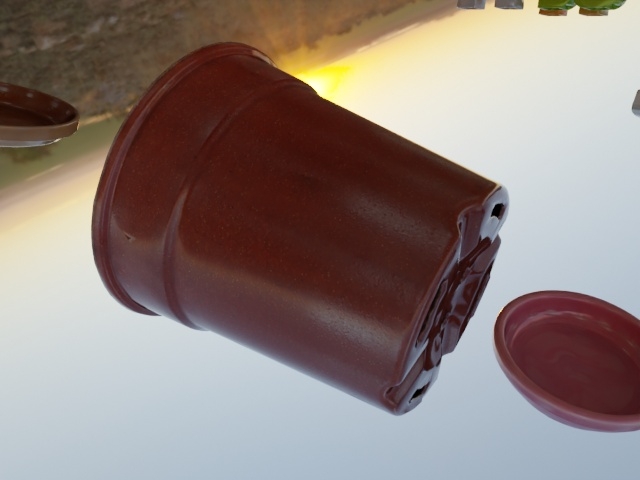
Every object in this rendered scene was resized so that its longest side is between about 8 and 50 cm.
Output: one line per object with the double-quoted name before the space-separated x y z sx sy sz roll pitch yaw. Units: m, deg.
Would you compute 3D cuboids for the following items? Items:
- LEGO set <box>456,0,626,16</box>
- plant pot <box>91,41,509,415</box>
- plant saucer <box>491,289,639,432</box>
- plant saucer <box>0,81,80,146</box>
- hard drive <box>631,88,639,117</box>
"LEGO set" 0.234 -0.233 0.515 0.227 0.093 0.087 18 -160 41
"plant pot" 0.000 0.000 0.555 0.265 0.272 0.272 26 -141 23
"plant saucer" 0.481 0.227 1.183 0.332 0.084 0.332 3 -144 -2
"plant saucer" -0.157 -0.060 0.298 0.083 0.013 0.083 13 -160 -5
"hard drive" 0.583 -0.139 0.791 0.203 0.040 0.307 12 -172 -28
